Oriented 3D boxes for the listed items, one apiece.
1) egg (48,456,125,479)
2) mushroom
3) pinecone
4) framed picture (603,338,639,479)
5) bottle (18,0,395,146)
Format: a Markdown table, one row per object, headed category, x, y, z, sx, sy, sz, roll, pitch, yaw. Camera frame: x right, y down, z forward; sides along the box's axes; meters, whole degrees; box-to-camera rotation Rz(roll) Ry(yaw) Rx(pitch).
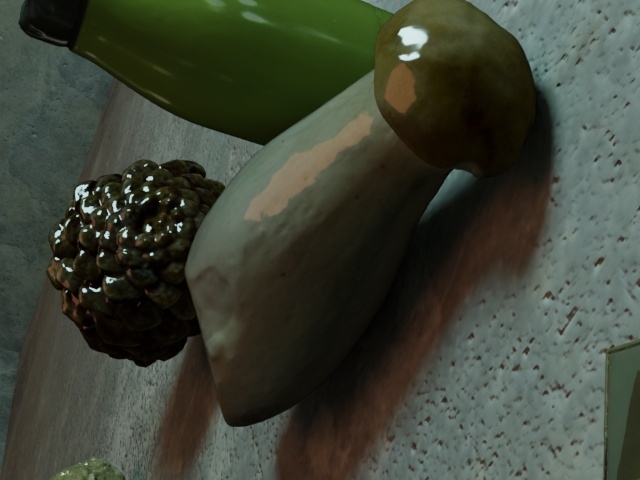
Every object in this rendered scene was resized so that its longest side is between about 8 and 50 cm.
| category | x | y | z | sx | sy | sz | roll | pitch | yaw |
| --- | --- | --- | --- | --- | --- | --- | --- | --- | --- |
| egg | -0.261 | 0.307 | 1.104 | 0.116 | 0.118 | 0.140 | -21 | 27 | 11 |
| mushroom | 0.000 | 0.000 | 0.610 | 0.350 | 0.128 | 0.128 | -50 | 31 | 42 |
| pinecone | -0.165 | 0.026 | 0.963 | 0.204 | 0.184 | 0.179 | 92 | 157 | -62 |
| framed picture | 0.133 | 0.117 | 0.312 | 0.136 | 0.010 | 0.201 | 144 | 138 | -60 |
| bottle | -0.057 | -0.125 | 0.644 | 0.112 | 0.260 | 0.112 | -164 | 90 | -70 |
